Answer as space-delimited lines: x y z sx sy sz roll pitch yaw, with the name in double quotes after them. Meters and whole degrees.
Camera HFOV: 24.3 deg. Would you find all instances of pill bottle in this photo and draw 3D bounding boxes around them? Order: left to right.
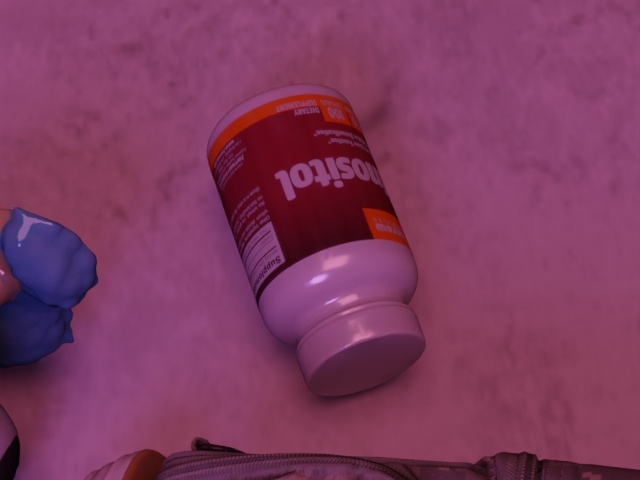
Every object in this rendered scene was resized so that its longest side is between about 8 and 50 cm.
0.000 0.000 0.780 0.086 0.086 0.152 -16 63 -9 "pill bottle"

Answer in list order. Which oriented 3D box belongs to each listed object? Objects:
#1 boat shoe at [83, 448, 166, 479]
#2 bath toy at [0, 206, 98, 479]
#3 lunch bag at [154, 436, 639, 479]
-0.130 0.219 0.653 0.096 0.098 0.277 -5 53 27 "boat shoe"
-0.208 0.149 0.651 0.129 0.151 0.348 3 60 32 "bath toy"
0.028 0.238 0.582 0.256 0.213 0.305 5 62 9 "lunch bag"
